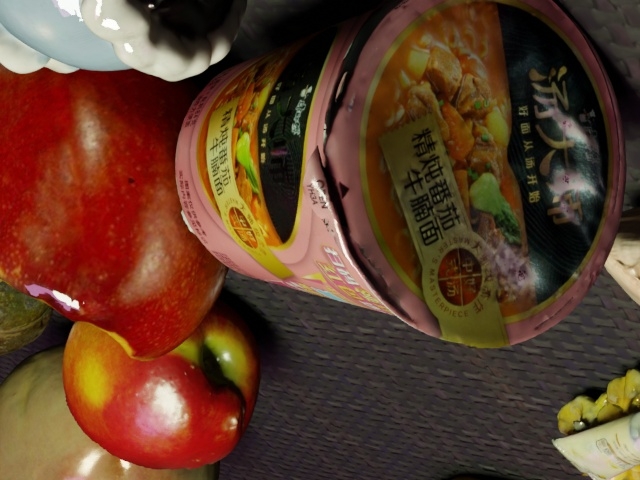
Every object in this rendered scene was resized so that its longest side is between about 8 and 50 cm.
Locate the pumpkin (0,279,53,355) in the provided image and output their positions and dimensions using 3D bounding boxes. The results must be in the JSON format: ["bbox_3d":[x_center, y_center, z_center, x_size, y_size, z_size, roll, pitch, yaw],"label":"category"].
[{"bbox_3d":[-0.359,0.008,1.496,0.219,0.162,0.219,27,133,33],"label":"pumpkin"}]

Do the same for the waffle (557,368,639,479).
[{"bbox_3d":[0.346,0.210,1.309,0.280,0.060,0.262,39,154,-14],"label":"waffle"}]

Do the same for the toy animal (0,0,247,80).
[{"bbox_3d":[-0.160,-0.188,0.956,0.204,0.156,0.208,5,142,31],"label":"toy animal"}]

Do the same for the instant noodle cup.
[{"bbox_3d":[0.032,-0.049,0.977,0.244,0.244,0.255,42,157,-27],"label":"instant noodle cup"}]

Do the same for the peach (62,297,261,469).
[{"bbox_3d":[-0.170,0.144,1.526,0.196,0.190,0.226,33,148,-31],"label":"peach"}]

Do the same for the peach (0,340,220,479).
[{"bbox_3d":[-0.257,0.248,1.727,0.292,0.247,0.292,37,174,4],"label":"peach"}]

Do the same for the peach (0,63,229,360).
[{"bbox_3d":[-0.178,-0.040,1.127,0.275,0.248,0.245,49,131,47],"label":"peach"}]

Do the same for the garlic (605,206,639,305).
[{"bbox_3d":[0.277,0.035,1.027,0.174,0.099,0.124,37,167,-20],"label":"garlic"}]

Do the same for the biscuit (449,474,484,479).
[{"bbox_3d":[0.184,0.369,1.630,0.213,0.091,0.274,61,149,-3],"label":"biscuit"}]

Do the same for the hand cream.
[{"bbox_3d":[0.252,0.178,1.264,0.061,0.039,0.143,39,152,-2],"label":"hand cream"}]
